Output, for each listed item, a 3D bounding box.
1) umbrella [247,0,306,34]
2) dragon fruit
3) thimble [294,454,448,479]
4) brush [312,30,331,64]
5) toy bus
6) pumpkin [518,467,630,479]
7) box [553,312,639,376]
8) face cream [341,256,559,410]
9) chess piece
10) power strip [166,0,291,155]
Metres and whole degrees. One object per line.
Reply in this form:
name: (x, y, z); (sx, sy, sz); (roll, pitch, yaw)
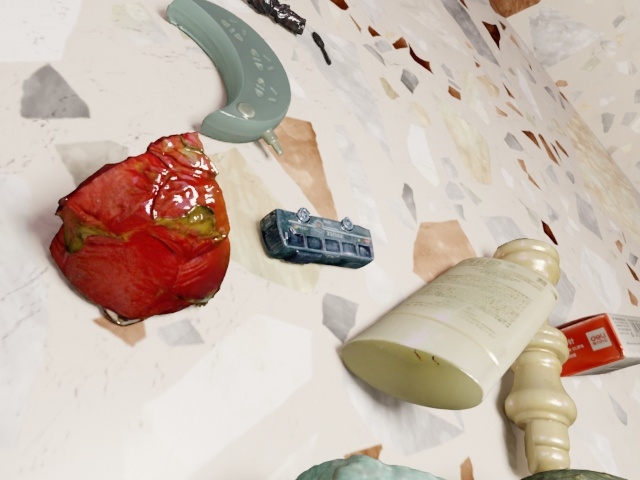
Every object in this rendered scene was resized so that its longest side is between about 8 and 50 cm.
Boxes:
umbrella: (-0.088, -0.416, 0.852); (0.144, 0.037, 0.040); (20, 50, -33)
dragon fruit: (-0.149, -0.005, 0.437); (0.127, 0.161, 0.120); (46, 39, 9)
thimble: (0.049, 0.274, 0.377); (0.143, 0.198, 0.235); (-71, 148, -41)
brush: (0.004, -0.372, 0.925); (0.024, 0.008, 0.083); (-3, 65, -47)
toy bus: (0.000, 0.000, 0.642); (0.166, 0.047, 0.065); (9, 61, -38)
pumpkin: (0.260, 0.396, 0.434); (0.327, 0.257, 0.291); (-56, 128, -63)
box: (0.545, 0.200, 0.929); (0.182, 0.133, 0.099); (9, 58, -35)
face cream: (0.199, 0.115, 0.670); (0.348, 0.173, 0.081); (-24, 123, -47)
chess piece: (0.349, 0.178, 0.788); (0.117, 0.117, 0.397); (33, 47, -20)
power strip: (-0.117, -0.230, 0.688); (0.168, 0.054, 0.253); (-5, 66, -43)
